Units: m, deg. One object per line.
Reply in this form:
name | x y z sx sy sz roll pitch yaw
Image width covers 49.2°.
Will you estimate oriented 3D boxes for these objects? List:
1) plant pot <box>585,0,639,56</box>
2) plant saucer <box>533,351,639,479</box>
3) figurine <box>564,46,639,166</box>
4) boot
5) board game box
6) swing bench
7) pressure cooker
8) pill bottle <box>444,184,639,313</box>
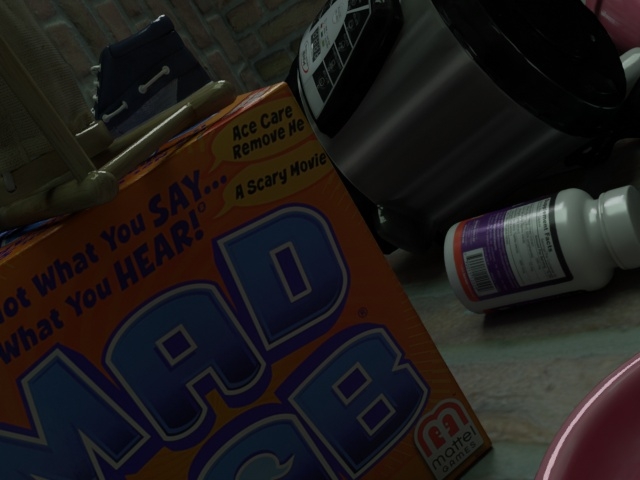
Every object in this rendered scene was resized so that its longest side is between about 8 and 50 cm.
plant pot | 0.567 -0.379 1.165 0.201 0.201 0.180 -25 32 20
plant saucer | 0.268 0.142 0.334 0.332 0.084 0.332 -28 17 9
figurine | 0.423 -0.189 1.033 0.209 0.092 0.215 -33 15 10
boot | -0.177 -0.127 0.626 0.190 0.086 0.069 -19 21 32
board game box | -0.142 0.113 0.657 0.356 0.356 0.356 -36 18 -15
swing bench | -0.242 -0.133 0.475 0.254 0.253 0.165 -17 22 36
pressure cooker | 0.152 -0.196 0.987 0.370 0.375 0.420 -32 -5 -47
pill bottle | 0.238 0.008 0.733 0.193 0.108 0.108 -18 21 37
